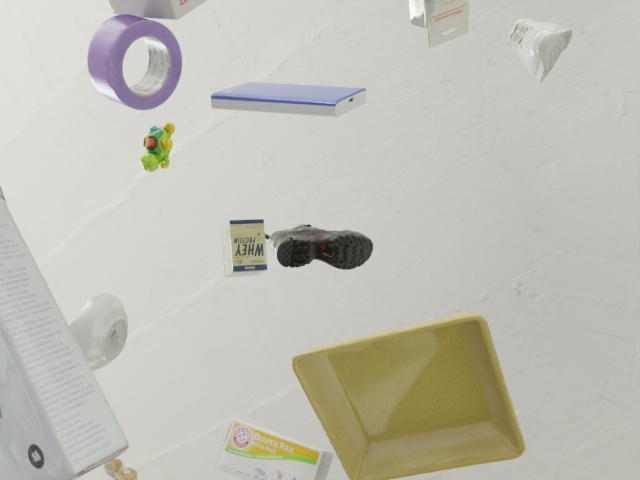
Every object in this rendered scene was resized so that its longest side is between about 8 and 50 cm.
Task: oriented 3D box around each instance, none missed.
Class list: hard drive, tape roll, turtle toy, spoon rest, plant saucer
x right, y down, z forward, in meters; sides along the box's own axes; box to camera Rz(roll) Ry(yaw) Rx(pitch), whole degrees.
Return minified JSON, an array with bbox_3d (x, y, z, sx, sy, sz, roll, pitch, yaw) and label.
[{"bbox_3d":[-0.073,-0.345,1.546,0.319,0.210,0.040,8,-66,21],"label":"hard drive"},{"bbox_3d":[-0.394,-0.380,1.365,0.080,0.189,0.189,23,-61,33],"label":"tape roll"},{"bbox_3d":[-0.379,-0.212,1.479,0.095,0.066,0.130,119,-25,-52],"label":"turtle toy"},{"bbox_3d":[-0.402,0.196,1.040,0.084,0.276,0.137,10,-53,12],"label":"spoon rest"},{"bbox_3d":[0.160,0.271,1.130,0.333,0.081,0.332,-15,-63,15],"label":"plant saucer"}]

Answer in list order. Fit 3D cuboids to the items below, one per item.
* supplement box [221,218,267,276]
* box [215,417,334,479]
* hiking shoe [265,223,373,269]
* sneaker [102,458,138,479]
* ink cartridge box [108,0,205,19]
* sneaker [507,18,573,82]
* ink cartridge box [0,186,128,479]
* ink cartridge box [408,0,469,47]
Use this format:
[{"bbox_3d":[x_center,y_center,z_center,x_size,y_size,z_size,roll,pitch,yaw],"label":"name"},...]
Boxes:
[{"bbox_3d":[-0.124,0.013,1.030,0.083,0.056,0.083,153,-67,-71],"label":"supplement box"},{"bbox_3d":[-0.092,0.447,1.300,0.203,0.114,0.103,14,-107,18],"label":"box"},{"bbox_3d":[0.000,0.000,1.294,0.114,0.227,0.086,46,-54,52],"label":"hiking shoe"},{"bbox_3d":[-0.335,0.394,1.067,0.083,0.032,0.037,12,-62,41],"label":"sneaker"},{"bbox_3d":[-0.355,-0.639,1.353,0.197,0.198,0.270,15,-42,27],"label":"ink cartridge box"},{"bbox_3d":[0.350,-0.321,1.046,0.095,0.235,0.090,36,-69,7],"label":"sneaker"},{"bbox_3d":[-0.249,0.082,0.425,0.223,0.045,0.224,-36,-102,31],"label":"ink cartridge box"},{"bbox_3d":[0.224,-0.475,1.218,0.060,0.104,0.180,43,-28,48],"label":"ink cartridge box"}]
